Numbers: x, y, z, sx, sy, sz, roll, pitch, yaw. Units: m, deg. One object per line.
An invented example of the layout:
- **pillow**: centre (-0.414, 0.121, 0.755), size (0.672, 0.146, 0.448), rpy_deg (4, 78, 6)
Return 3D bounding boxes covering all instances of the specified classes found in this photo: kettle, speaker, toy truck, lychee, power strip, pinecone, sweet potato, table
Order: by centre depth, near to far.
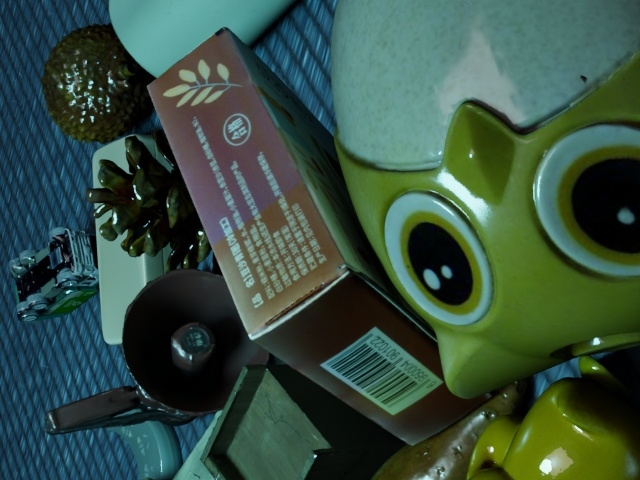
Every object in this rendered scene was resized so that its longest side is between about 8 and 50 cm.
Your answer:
- **sweet potato**: centre (0.127, 0.292, 1.231), size (0.359, 0.112, 0.112), rpy_deg (-44, 57, 21)
- **table**: centre (-0.014, 0.271, 1.320), size (0.169, 0.193, 0.172), rpy_deg (44, 118, 38)
- **speaker**: centre (-0.222, 0.212, 1.453), size (0.198, 0.259, 0.329), rpy_deg (42, 148, 6)
- **pinecone**: centre (-0.171, -0.058, 1.466), size (0.244, 0.309, 0.244), rpy_deg (-169, 90, -81)
- **kettle**: centre (-0.121, -0.397, 1.503), size (0.205, 0.265, 0.318), rpy_deg (51, 129, -3)
- **power strip**: centre (-0.278, 0.365, 1.702), size (0.137, 0.044, 0.216), rpy_deg (-47, 56, 33)
- **lychee**: centre (-0.368, -0.260, 1.731), size (0.238, 0.200, 0.200), rpy_deg (-5, 84, 57)
- **toy truck**: centre (-0.472, 0.067, 1.867), size (0.253, 0.124, 0.114), rpy_deg (-31, 66, 39)

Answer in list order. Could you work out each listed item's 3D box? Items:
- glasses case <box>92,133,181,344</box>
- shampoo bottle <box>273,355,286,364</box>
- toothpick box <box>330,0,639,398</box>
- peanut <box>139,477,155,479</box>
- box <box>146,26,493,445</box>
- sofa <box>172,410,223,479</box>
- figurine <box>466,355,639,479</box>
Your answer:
- **glasses case**: centre (-0.302, 0.000, 1.725), size (0.144, 0.076, 0.336), rpy_deg (-13, 78, 45)
- **shampoo bottle**: centre (-0.046, 0.152, 1.473), size (0.069, 0.041, 0.190), rpy_deg (-25, 70, 40)
- **toothpick box**: centre (0.216, -0.097, 0.947), size (0.409, 0.409, 0.425), rpy_deg (-24, 75, 43)
- **peanut**: centre (-0.282, 0.507, 1.610), size (0.152, 0.152, 0.313), rpy_deg (28, 122, 44)
- **box**: centre (0.000, 0.000, 1.167), size (0.122, 0.344, 0.385), rpy_deg (-36, 50, 11)
- **sofa**: centre (-0.145, 0.368, 1.466), size (0.210, 0.176, 0.225), rpy_deg (-55, 52, 29)
- **figurine**: centre (0.243, 0.239, 1.051), size (0.215, 0.215, 0.228), rpy_deg (41, 115, 40)
